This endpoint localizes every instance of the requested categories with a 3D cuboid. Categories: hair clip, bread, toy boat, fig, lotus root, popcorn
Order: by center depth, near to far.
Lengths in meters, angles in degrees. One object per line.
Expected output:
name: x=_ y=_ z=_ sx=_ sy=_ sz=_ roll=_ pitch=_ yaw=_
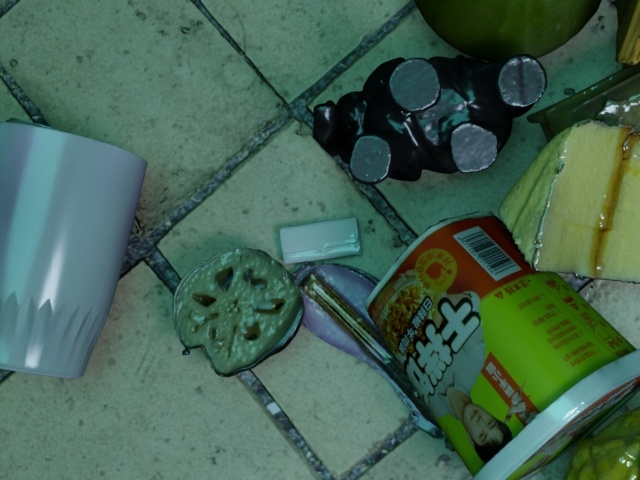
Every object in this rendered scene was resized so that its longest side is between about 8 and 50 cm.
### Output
popcorn: x=0.440 y=0.318 z=1.301 sx=0.250 sy=0.235 sz=0.242 roll=-13 pitch=63 yaw=5
bread: x=0.384 y=-0.052 z=1.345 sx=0.178 sy=0.240 sz=0.135 roll=-58 pitch=37 yaw=35
fig: x=0.270 y=-0.403 z=1.425 sx=0.316 sy=0.316 sz=0.316 roll=-2 pitch=79 yaw=12
toy boat: x=0.511 y=-0.237 z=1.426 sx=0.445 sy=0.162 sz=0.136 roll=-25 pitch=109 yaw=6
hair clip: x=0.093 y=0.153 z=1.495 sx=0.359 sy=0.095 sz=0.110 roll=47 pitch=131 yaw=24
lotus root: x=-0.118 y=0.110 z=1.539 sx=0.203 sy=0.078 sz=0.183 roll=-24 pitch=71 yaw=8

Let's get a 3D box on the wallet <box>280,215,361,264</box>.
wallet: x=0.000 y=0.000 z=1.558 sx=0.122 sy=0.025 sz=0.061 roll=-8 pitch=75 yaw=11

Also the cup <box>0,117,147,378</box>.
cup: x=-0.417 y=0.009 z=1.533 sx=0.253 sy=0.253 sz=0.372 roll=9 pitch=83 yaw=14

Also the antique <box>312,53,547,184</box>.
antique: x=0.147 y=-0.171 z=1.446 sx=0.322 sy=0.255 sz=0.185 roll=-6 pitch=99 yaw=-1

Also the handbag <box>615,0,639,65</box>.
handbag: x=0.465 y=-0.443 z=1.339 sx=0.133 sy=0.283 sz=0.401 roll=3 pitch=49 yaw=13

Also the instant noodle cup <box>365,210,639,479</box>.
instant noodle cup: x=0.238 y=0.138 z=1.358 sx=0.294 sy=0.294 sz=0.308 roll=-38 pitch=67 yaw=3
